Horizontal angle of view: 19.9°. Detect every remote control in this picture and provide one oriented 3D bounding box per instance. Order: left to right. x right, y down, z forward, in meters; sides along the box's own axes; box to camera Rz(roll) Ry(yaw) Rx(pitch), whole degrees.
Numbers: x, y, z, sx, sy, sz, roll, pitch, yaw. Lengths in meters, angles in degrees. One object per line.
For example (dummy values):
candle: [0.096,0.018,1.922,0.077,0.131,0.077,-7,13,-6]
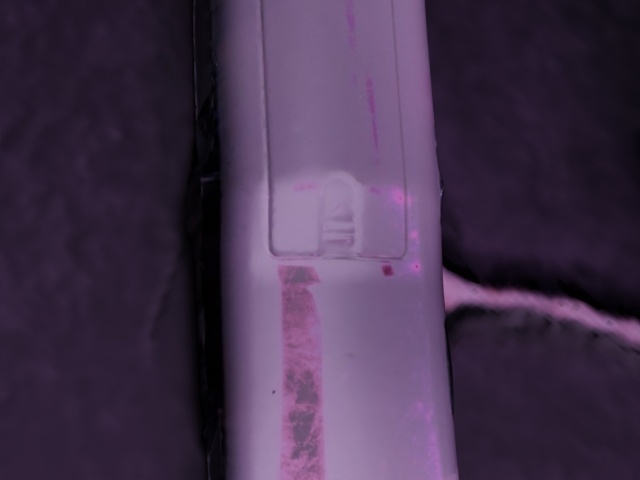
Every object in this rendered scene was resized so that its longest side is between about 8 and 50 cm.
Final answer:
remote control: [0.000,0.000,0.455,0.065,0.029,0.166,2,71,-14]
